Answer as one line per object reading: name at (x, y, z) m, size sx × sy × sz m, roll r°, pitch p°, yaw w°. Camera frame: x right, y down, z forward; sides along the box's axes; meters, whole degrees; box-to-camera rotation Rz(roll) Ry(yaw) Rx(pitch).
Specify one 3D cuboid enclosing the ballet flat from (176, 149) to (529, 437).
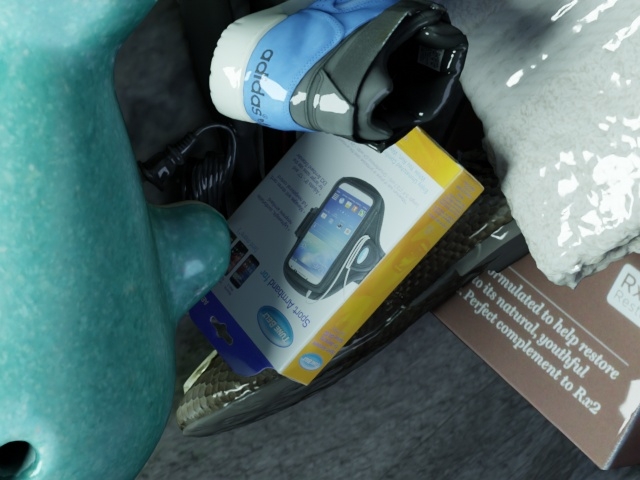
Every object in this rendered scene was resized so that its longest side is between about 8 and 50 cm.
ballet flat at (0.018, 0.028, 0.657) m, size 0.250 × 0.058 × 0.084 m, roll -36°, pitch 164°, yaw 22°

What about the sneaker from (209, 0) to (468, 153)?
sneaker at (0.029, -0.086, 0.522) m, size 0.152 × 0.084 × 0.058 m, roll -44°, pitch 145°, yaw -47°

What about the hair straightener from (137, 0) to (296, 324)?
hair straightener at (-0.052, -0.043, 0.588) m, size 0.089 × 0.047 × 0.230 m, roll -23°, pitch 139°, yaw -24°

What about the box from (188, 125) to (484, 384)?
box at (0.000, 0.000, 0.568) m, size 0.136 × 0.081 × 0.028 m, roll -49°, pitch 144°, yaw 9°

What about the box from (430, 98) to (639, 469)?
box at (0.251, 0.022, 0.774) m, size 0.381 × 0.191 × 0.143 m, roll 6°, pitch 118°, yaw -42°

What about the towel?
towel at (0.167, -0.121, 0.511) m, size 0.282 × 0.187 × 0.049 m, roll -35°, pitch 156°, yaw 32°

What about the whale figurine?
whale figurine at (-0.123, 0.004, 0.476) m, size 0.216 × 0.141 × 0.272 m, roll 6°, pitch 114°, yaw -31°
